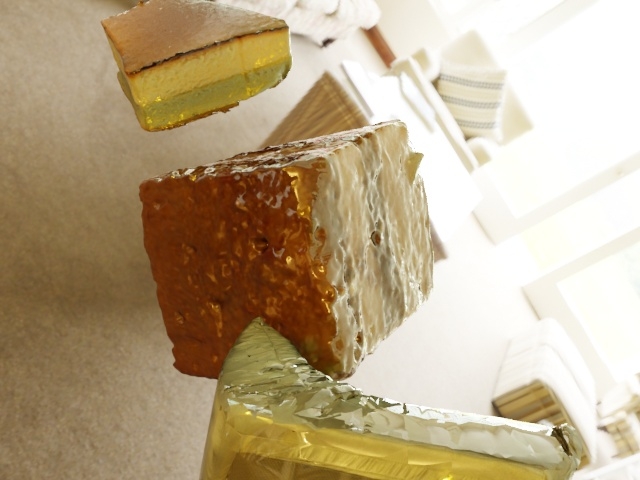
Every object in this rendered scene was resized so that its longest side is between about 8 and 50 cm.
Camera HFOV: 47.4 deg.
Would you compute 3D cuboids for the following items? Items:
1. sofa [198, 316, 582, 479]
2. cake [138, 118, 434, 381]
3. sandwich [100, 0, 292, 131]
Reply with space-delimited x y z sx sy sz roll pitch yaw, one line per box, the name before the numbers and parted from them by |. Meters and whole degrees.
sofa | 0.028 0.183 0.479 0.176 0.225 0.210 -72 170 -83
cake | 0.000 0.000 0.699 0.293 0.198 0.196 -24 105 -54
sandwich | -0.169 -0.262 0.994 0.108 0.220 0.186 84 -20 -45
